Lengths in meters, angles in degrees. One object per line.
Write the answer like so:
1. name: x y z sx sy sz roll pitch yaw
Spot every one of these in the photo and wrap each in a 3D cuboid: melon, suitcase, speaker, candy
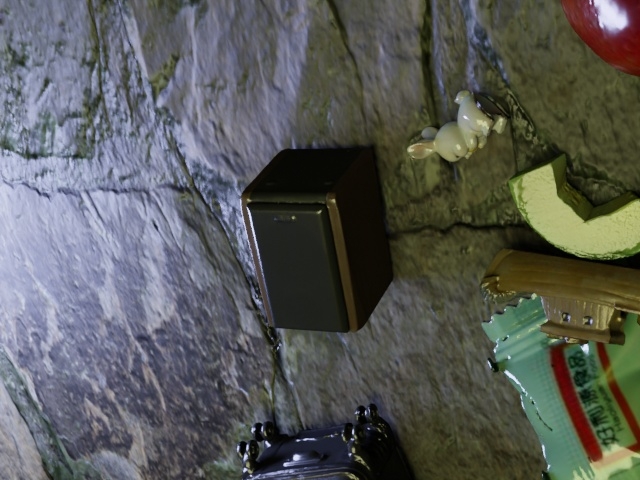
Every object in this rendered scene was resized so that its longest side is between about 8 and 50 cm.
1. melon: 0.359 -0.043 1.477 0.209 0.064 0.118 36 110 7
2. suitcase: 0.048 0.503 1.813 0.283 0.194 0.434 -14 109 29
3. speaker: 0.000 0.000 1.598 0.153 0.192 0.231 1 118 23
4. candy: 0.415 0.239 1.560 0.263 0.172 0.398 -29 79 21

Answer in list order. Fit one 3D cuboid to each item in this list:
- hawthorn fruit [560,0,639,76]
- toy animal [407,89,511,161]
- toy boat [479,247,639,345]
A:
1. hawthorn fruit: 0.402 -0.301 1.202 0.295 0.311 0.295 18 122 31
2. toy animal: 0.194 -0.149 1.504 0.085 0.071 0.124 41 123 1
3. toy boat: 0.371 0.086 1.471 0.321 0.089 0.121 11 89 36
